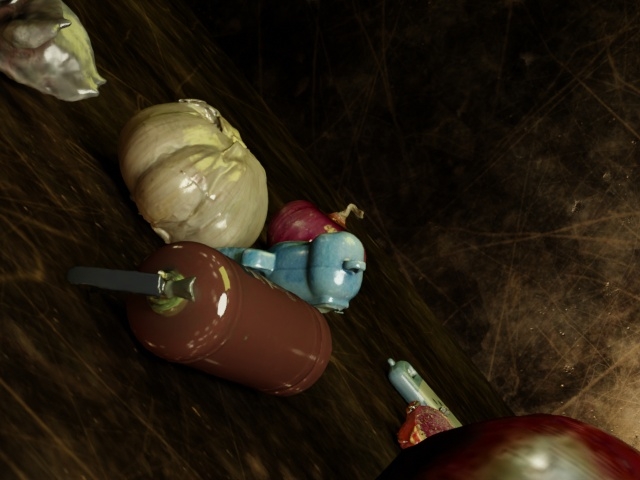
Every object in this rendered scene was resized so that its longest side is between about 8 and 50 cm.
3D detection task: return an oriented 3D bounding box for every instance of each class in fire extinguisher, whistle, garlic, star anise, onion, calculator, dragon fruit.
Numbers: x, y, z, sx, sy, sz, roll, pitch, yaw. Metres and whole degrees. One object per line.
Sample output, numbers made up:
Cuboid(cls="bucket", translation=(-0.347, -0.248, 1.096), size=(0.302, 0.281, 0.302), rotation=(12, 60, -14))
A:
Cuboid(cls="fire extinguisher", translation=(-0.107, 0.076, 1.160), size=(0.337, 0.136, 0.114), rotation=(37, 55, -64))
Cuboid(cls="whistle", translation=(-0.034, 0.043, 1.392), size=(0.180, 0.093, 0.269), rotation=(15, -13, -35))
Cuboid(cls="garlic", translation=(-0.157, -0.081, 1.482), size=(0.227, 0.152, 0.228), rotation=(56, 5, -7))
Cuboid(cls="star anise", translation=(-0.372, -0.271, 1.342), size=(0.315, 0.139, 0.359), rotation=(57, -8, 1))
Cuboid(cls="onion", translation=(-0.007, 0.008, 1.964), size=(0.177, 0.153, 0.177), rotation=(17, -11, 4))
Cuboid(cls="calculator", translation=(0.190, 0.293, 2.110), size=(0.210, 0.039, 0.121), rotation=(50, 5, 6))
Cuboid(cls="dragon fruit", translation=(0.155, 0.303, 1.755), size=(0.112, 0.068, 0.126), rotation=(24, 34, -35))

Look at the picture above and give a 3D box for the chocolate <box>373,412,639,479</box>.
Cuboid(cls="chocolate", translation=(0.138, 0.269, 0.688), size=(0.331, 0.383, 0.384), rotation=(45, 6, 13))
